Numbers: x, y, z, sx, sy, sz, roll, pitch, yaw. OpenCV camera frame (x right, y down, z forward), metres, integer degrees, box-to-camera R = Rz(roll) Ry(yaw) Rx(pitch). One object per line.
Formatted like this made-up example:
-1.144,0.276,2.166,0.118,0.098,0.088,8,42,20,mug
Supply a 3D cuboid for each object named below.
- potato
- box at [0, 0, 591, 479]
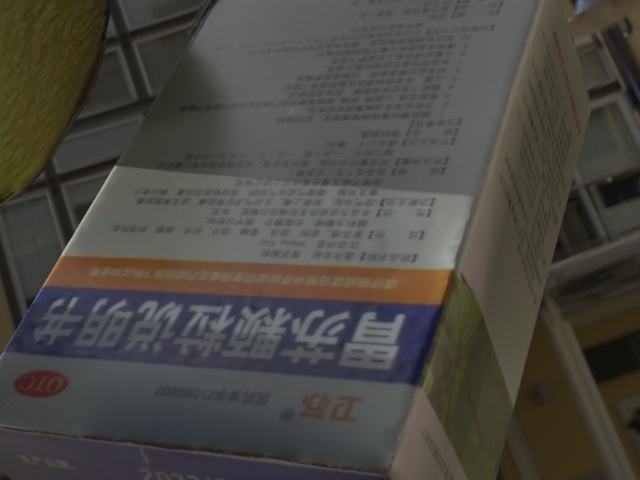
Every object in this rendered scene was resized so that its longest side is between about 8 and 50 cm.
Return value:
-0.209,-0.134,0.631,0.160,0.111,0.272,-58,-7,-29,potato
0.000,0.000,0.518,0.200,0.299,0.106,1,-40,27,box
